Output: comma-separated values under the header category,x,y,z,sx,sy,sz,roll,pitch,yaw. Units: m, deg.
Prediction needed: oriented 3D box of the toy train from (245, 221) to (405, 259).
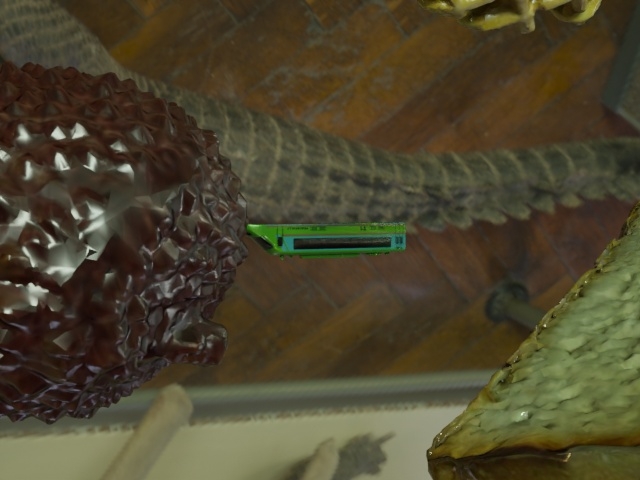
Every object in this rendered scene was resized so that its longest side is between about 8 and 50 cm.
category,x,y,z,sx,sy,sz,roll,pitch,yaw
toy train,0.000,0.000,1.249,0.209,0.044,0.042,-1,90,-24

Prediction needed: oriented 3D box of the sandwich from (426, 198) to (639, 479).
category,x,y,z,sx,sy,sz,roll,pitch,yaw
sandwich,0.230,0.046,0.434,0.301,0.271,0.099,-37,119,-50

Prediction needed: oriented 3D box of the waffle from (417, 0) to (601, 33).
category,x,y,z,sx,sy,sz,roll,pitch,yaw
waffle,0.184,-0.234,0.681,0.329,0.062,0.329,-18,159,-7

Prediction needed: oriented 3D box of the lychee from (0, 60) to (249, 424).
category,x,y,z,sx,sy,sz,roll,pitch,yaw
lychee,-0.215,0.001,0.870,0.330,0.306,0.306,37,108,7
